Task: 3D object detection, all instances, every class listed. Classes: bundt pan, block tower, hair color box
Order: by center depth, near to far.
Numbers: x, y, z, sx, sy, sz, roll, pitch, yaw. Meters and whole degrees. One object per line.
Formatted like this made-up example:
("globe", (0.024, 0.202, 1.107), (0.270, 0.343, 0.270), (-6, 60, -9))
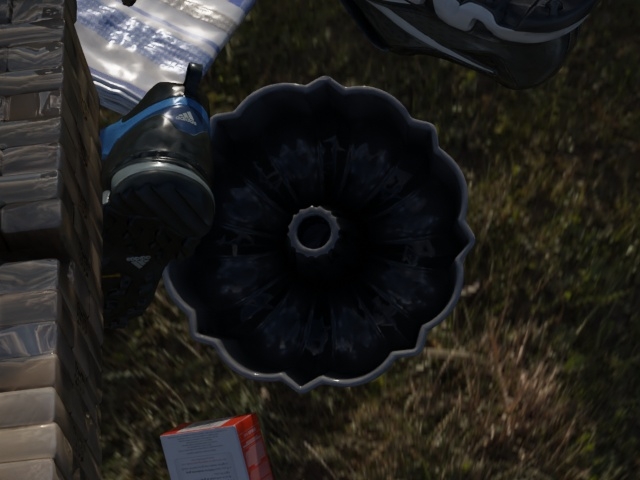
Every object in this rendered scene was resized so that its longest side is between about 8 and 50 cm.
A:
("block tower", (-0.159, 0.022, 0.684), (0.091, 0.097, 0.335), (-6, 57, 1))
("hair color box", (-0.094, 0.266, 1.432), (0.093, 0.053, 0.167), (-11, 94, 26))
("bundt pan", (0.000, 0.000, 1.496), (0.331, 0.124, 0.330), (-1, 81, 7))

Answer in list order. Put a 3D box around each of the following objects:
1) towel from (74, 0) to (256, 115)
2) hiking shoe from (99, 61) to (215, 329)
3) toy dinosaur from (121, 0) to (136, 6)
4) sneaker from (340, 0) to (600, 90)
("towel", (-0.211, -0.260, 1.629), (0.209, 0.034, 0.285), (27, 51, 5))
("hiking shoe", (-0.167, -0.019, 1.166), (0.113, 0.304, 0.132), (26, 54, -26))
("toy dinosaur", (-0.100, -0.286, 0.921), (0.064, 0.118, 0.268), (17, 67, 16))
("sneaker", (0.022, -0.138, 0.631), (0.234, 0.106, 0.078), (36, 73, 20))
